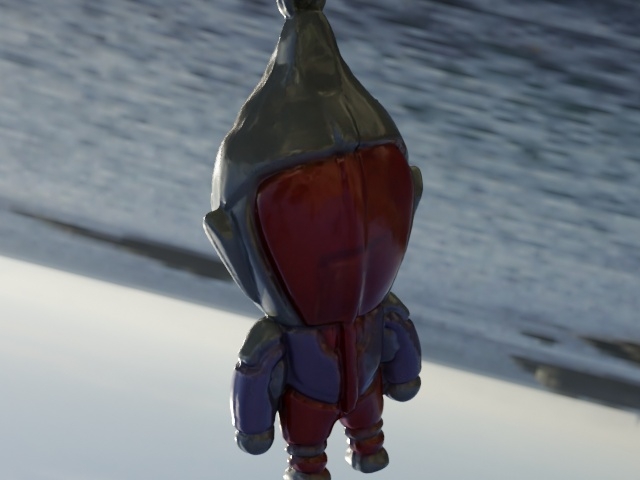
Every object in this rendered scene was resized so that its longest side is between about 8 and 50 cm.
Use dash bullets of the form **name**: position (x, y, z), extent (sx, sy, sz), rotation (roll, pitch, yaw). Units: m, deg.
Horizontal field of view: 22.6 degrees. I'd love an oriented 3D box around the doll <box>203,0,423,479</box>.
- **doll**: position (0.000, 0.000, 0.680), extent (0.102, 0.227, 0.075), rotation (-18, -157, -28)
